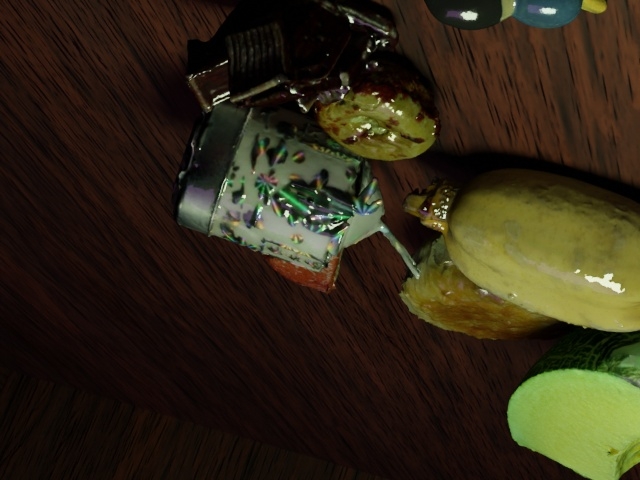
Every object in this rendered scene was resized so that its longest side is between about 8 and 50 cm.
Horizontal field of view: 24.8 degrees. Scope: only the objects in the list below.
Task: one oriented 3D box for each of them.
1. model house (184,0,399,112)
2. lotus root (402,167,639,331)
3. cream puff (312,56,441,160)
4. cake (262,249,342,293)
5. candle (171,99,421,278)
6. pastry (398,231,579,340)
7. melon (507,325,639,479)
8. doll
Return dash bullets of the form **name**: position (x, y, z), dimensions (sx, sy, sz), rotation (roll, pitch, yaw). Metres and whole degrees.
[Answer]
- **model house**: position (-0.047, -0.186, 1.524), dimensions (0.141, 0.164, 0.203), rotation (41, 155, -30)
- **lotus root**: position (0.263, -0.001, 1.706), dimensions (0.343, 0.151, 0.169), rotation (20, 143, 15)
- **cream puff**: position (0.067, -0.150, 1.612), dimensions (0.149, 0.084, 0.149), rotation (15, 159, 6)
- **cake**: position (-0.019, -0.005, 2.055), dimensions (0.117, 0.086, 0.220), rotation (18, 161, 4)
- **candle**: position (-0.018, -0.057, 1.782), dimensions (0.330, 0.187, 0.187), rotation (20, 160, 1)
- **pastry**: position (0.234, 0.054, 1.906), dimensions (0.257, 0.120, 0.236), rotation (8, 162, 6)
- **melon**: position (0.405, 0.178, 1.837), dimensions (0.331, 0.226, 0.343), rotation (-10, 147, 0)
- **doll**: position (0.172, -0.233, 1.312), dimensions (0.179, 0.089, 0.102), rotation (-3, 159, -3)
